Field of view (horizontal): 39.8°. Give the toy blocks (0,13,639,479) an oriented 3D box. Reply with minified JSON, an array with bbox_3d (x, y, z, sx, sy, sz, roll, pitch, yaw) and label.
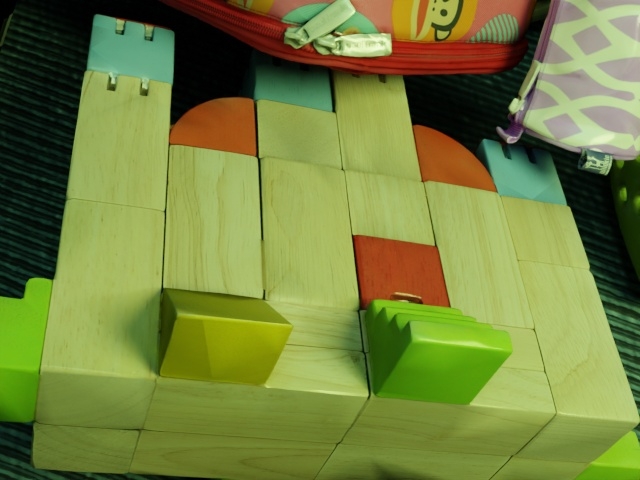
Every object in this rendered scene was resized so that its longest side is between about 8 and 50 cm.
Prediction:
[{"bbox_3d":[0.000,0.000,0.513,0.382,0.190,0.260,8,49,-15],"label":"toy blocks"}]

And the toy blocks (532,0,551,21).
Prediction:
[{"bbox_3d":[0.250,-0.377,0.644,0.309,0.260,0.288,-13,58,18],"label":"toy blocks"}]

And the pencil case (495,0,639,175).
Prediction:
[{"bbox_3d":[0.168,-0.147,0.516,0.088,0.206,0.086,11,14,-5],"label":"pencil case"}]

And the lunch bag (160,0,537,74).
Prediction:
[{"bbox_3d":[-0.024,-0.194,0.559,0.293,0.120,0.258,31,30,36],"label":"lunch bag"}]

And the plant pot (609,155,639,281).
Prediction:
[{"bbox_3d":[0.315,-0.112,0.586,0.228,0.227,0.207,-5,50,-11],"label":"plant pot"}]

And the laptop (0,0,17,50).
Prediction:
[{"bbox_3d":[-0.256,-0.272,0.468,0.236,0.382,0.408,31,37,-6],"label":"laptop"}]
